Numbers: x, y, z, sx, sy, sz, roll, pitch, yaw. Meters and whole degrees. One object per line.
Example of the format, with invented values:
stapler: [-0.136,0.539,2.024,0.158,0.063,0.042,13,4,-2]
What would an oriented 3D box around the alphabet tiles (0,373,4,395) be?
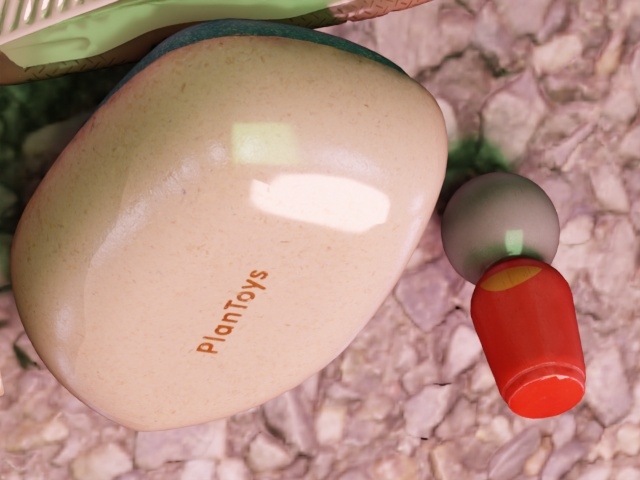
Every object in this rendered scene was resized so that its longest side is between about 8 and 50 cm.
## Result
alphabet tiles: [-0.273,-0.008,0.916,0.198,0.009,0.237,-12,111,-18]

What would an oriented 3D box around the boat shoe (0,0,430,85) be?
boat shoe: [-0.051,-0.145,0.917,0.257,0.095,0.095,-13,97,-19]

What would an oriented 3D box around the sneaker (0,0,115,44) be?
sneaker: [-0.198,-0.151,0.825,0.350,0.148,0.131,-13,133,12]

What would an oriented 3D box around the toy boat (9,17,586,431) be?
toy boat: [0.000,0.000,0.950,0.318,0.148,0.267,15,135,-29]
